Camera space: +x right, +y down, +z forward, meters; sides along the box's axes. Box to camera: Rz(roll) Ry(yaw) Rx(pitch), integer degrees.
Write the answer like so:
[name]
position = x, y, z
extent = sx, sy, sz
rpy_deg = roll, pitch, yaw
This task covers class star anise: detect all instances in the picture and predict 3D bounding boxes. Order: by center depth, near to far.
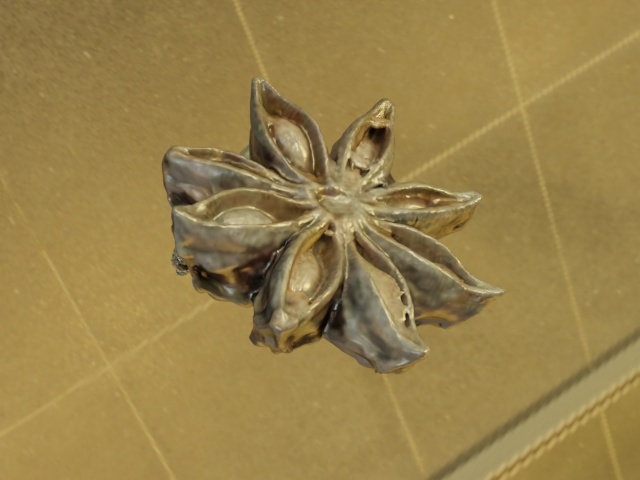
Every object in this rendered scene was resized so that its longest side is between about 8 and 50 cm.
[star anise]
position = -0.001, -0.001, 0.855
extent = 0.223, 0.236, 0.109
rpy_deg = -34, 163, -37

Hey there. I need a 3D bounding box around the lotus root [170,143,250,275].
[lotus root]
position = -0.054, -0.021, 0.964
extent = 0.165, 0.088, 0.088
rpy_deg = -55, 134, -37
